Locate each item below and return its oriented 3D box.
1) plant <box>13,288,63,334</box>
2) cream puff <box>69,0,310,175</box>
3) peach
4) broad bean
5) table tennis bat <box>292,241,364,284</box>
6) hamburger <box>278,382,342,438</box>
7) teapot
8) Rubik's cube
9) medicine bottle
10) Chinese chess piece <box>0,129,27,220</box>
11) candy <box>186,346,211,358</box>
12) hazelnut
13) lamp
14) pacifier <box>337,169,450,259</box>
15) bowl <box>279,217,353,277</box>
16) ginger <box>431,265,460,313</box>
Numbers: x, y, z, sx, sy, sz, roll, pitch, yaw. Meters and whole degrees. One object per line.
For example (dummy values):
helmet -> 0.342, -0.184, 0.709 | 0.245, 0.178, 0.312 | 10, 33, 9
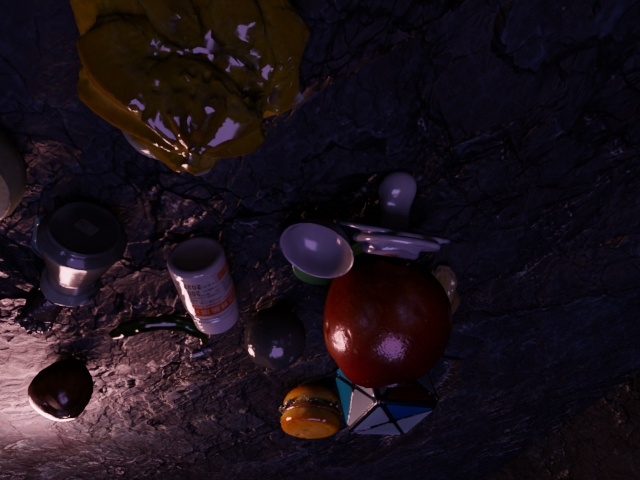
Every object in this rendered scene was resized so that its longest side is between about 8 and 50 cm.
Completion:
plant -> -0.723, 0.178, 1.117 | 0.095, 0.092, 0.143 | 27, 115, -40
cream puff -> -0.194, -0.269, 0.657 | 0.379, 0.275, 0.377 | -5, 132, -5
peach -> 0.173, 0.235, 1.154 | 0.336, 0.309, 0.405 | 3, 154, -9
broad bean -> -0.467, 0.268, 1.280 | 0.292, 0.049, 0.144 | 12, 131, -22
table tennis bat -> 0.044, 0.047, 1.178 | 0.257, 0.039, 0.160 | -26, 133, 21
hamburger -> -0.037, 0.640, 1.643 | 0.247, 0.169, 0.245 | 3, 138, 3
teapot -> -0.557, 0.028, 0.967 | 0.203, 0.171, 0.225 | 40, 129, -2
Rubik's cube -> 0.222, 0.518, 1.520 | 0.250, 0.248, 0.246 | 11, 130, -22
medicine bottle -> -0.293, 0.121, 1.108 | 0.145, 0.144, 0.251 | -6, 136, -6
Chinese chess piece -> -0.699, -0.134, 0.807 | 0.251, 0.101, 0.250 | -6, 134, -6
candy -> -0.396, 0.368, 1.411 | 0.084, 0.020, 0.030 | -22, 132, 11
hazelnut -> -0.793, 0.460, 1.322 | 0.178, 0.177, 0.204 | 25, 116, -31
lamp -> -0.140, 0.318, 1.332 | 0.182, 0.181, 0.313 | -3, 154, -8
pacifier -> 0.188, -0.062, 1.027 | 0.279, 0.227, 0.207 | 8, 92, -19
bowl -> 0.000, 0.000, 1.069 | 0.189, 0.085, 0.188 | 12, 136, 11
ginger -> 0.383, 0.156, 1.319 | 0.123, 0.115, 0.193 | -9, 131, -33
